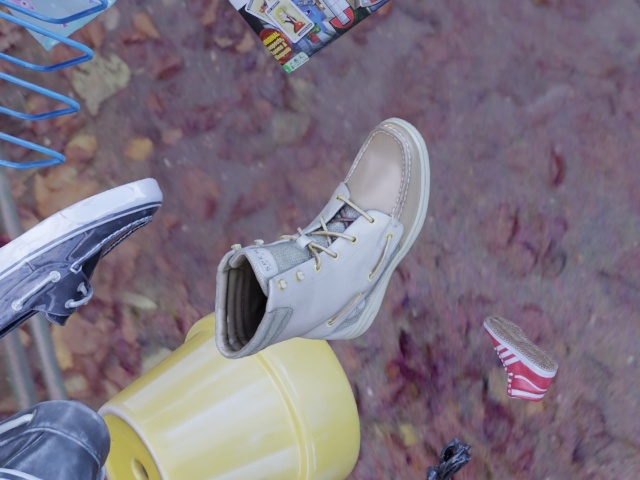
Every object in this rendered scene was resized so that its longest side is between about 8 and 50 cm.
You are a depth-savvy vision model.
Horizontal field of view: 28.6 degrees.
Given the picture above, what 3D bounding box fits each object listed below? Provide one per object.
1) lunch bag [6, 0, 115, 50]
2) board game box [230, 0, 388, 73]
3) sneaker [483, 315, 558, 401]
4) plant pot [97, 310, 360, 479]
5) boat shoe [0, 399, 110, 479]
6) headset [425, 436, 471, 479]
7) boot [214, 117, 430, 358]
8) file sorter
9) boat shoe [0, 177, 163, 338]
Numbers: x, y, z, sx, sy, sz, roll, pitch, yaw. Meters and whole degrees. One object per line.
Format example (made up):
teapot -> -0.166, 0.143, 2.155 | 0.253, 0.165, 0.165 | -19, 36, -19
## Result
lunch bag -> -0.279, -0.378, 1.391 | 0.223, 0.160, 0.262 | 47, 47, -20
board game box -> 0.018, -0.252, 1.028 | 0.136, 0.260, 0.030 | 51, 42, -9
sneaker -> 0.232, 0.146, 1.517 | 0.042, 0.067, 0.118 | -11, 38, -33
plant pot -> -0.122, 0.222, 1.476 | 0.239, 0.254, 0.254 | -25, 69, -33
boat shoe -> -0.223, 0.203, 0.916 | 0.121, 0.335, 0.119 | 38, 55, -14
headset -> 0.284, 0.411, 1.527 | 0.394, 0.185, 0.243 | 37, 43, 18
boot -> 0.000, 0.000, 1.051 | 0.077, 0.165, 0.213 | 37, 118, 34
file sorter -> -0.223, -0.144, 0.894 | 0.104, 0.118, 0.170 | 20, 79, -32
boat shoe -> -0.288, 0.041, 1.336 | 0.301, 0.108, 0.102 | -30, 86, -2
